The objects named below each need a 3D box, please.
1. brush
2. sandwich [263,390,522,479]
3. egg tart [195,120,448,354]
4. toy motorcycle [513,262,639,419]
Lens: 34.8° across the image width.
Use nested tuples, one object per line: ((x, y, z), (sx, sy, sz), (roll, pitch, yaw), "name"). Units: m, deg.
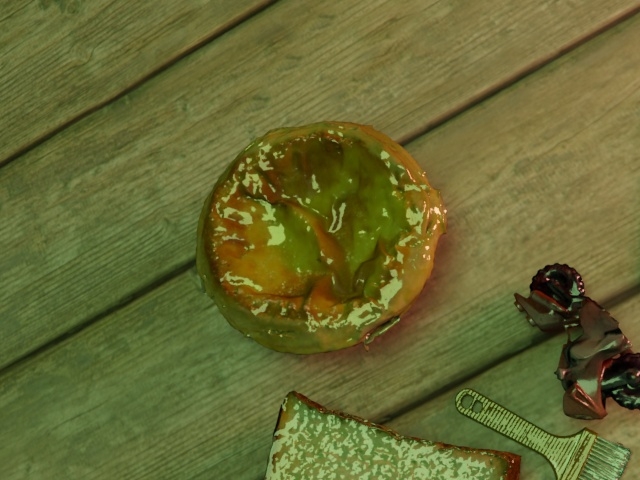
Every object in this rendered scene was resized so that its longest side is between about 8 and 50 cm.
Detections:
((0.254, 0.236, 1.216), (0.218, 0.010, 0.082), (25, 82, 28), "brush")
((0.067, 0.345, 1.201), (0.301, 0.099, 0.271), (12, 81, 21), "sandwich")
((-0.001, 0.000, 1.331), (0.341, 0.132, 0.341), (-8, 69, 20), "egg tart")
((0.300, 0.124, 1.198), (0.118, 0.084, 0.212), (-38, 55, 6), "toy motorcycle")
